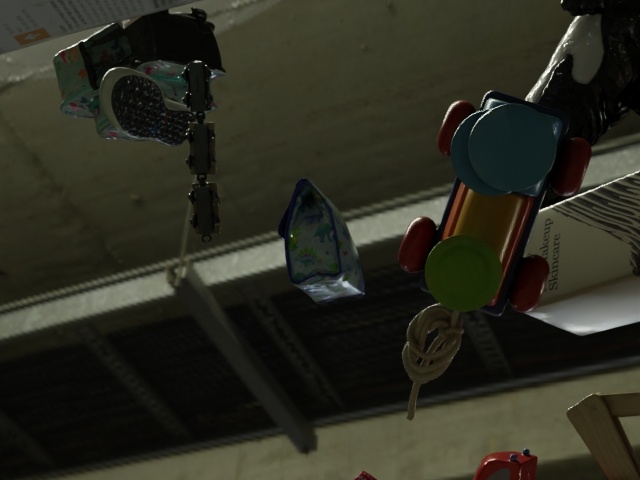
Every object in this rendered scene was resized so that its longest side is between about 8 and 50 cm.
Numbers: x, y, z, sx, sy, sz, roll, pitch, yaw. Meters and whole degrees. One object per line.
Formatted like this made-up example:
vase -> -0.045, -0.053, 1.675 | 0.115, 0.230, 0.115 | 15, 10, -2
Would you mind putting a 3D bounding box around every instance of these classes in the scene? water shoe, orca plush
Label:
water shoe -> -0.225, -0.163, 1.270 | 0.080, 0.073, 0.203 | 32, -1, 20
orca plush -> 0.240, -0.130, 0.886 | 0.102, 0.287, 0.151 | 27, -40, 32

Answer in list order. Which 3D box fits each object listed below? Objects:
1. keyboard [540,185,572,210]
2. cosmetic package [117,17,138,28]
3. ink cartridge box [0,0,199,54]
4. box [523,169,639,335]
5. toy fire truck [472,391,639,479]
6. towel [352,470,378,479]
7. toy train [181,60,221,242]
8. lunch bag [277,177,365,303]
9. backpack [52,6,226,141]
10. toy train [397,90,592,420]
keyboard -> 0.344, -0.024, 1.611 | 0.100, 0.192, 0.038 | -24, -6, 41
cosmetic package -> -0.216, -0.318, 1.294 | 0.115, 0.060, 0.041 | -38, -18, -13
ink cartridge box -> -0.104, -0.213, 0.614 | 0.330, 0.072, 0.324 | -14, -5, -3
box -> 0.308, 0.002, 0.973 | 0.094, 0.113, 0.275 | 21, -27, -27
toy fire truck -> 0.198, 0.155, 0.721 | 0.192, 0.135, 0.047 | 7, 1, 29
towel -> 0.079, 0.323, 1.142 | 0.198, 0.275, 0.031 | 21, -81, 21
toy train -> -0.104, -0.078, 0.932 | 0.027, 0.036, 0.158 | -2, -82, -1
lunch bag -> 0.000, 0.000, 1.493 | 0.096, 0.151, 0.129 | -10, -18, 13
backpack -> -0.304, -0.266, 1.740 | 0.253, 0.191, 0.225 | -12, -4, 33
toy train -> 0.097, 0.024, 0.704 | 0.105, 0.143, 0.248 | 20, -82, 9
